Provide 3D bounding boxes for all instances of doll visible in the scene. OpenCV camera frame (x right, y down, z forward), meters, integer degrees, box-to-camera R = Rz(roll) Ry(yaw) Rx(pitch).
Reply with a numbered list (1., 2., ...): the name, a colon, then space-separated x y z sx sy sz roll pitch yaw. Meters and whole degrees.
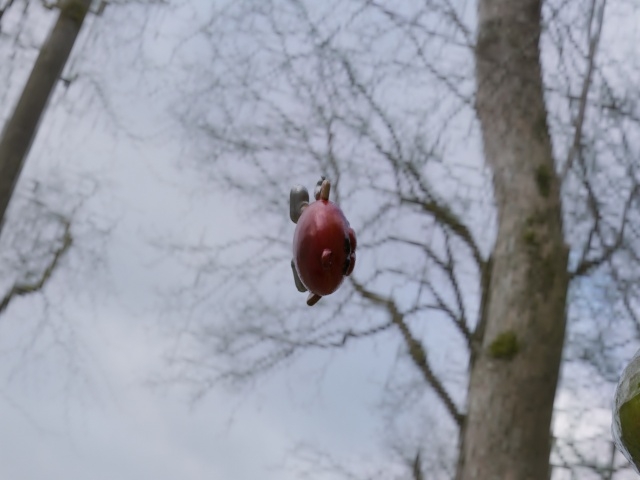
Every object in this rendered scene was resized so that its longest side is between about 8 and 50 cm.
1. doll: 0.000 0.000 2.011 0.085 0.183 0.217 -1 3 -12

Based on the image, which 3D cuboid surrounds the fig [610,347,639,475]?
1. fig: 0.453 0.210 1.728 0.239 0.239 0.271 30 -37 -23
